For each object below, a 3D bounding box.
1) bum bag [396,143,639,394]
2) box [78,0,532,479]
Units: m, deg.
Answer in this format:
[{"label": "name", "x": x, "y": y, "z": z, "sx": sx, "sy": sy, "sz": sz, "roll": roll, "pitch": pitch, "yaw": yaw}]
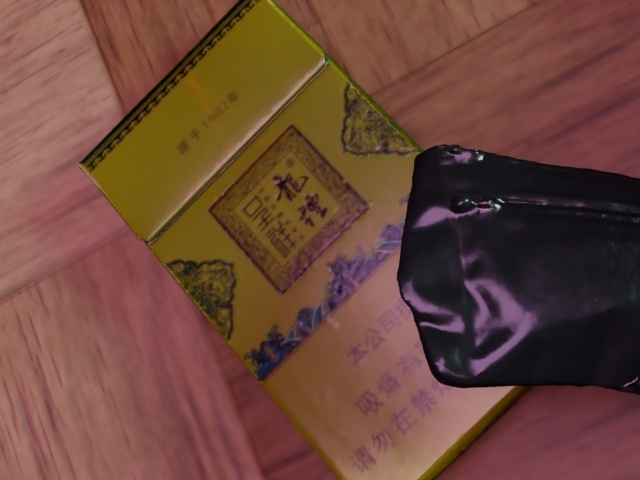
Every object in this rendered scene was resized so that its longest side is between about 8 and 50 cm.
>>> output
[{"label": "bum bag", "x": 0.161, "y": 0.019, "z": 0.553, "sx": 0.248, "sy": 0.060, "sz": 0.123, "roll": 4, "pitch": 76, "yaw": 5}, {"label": "box", "x": 0.000, "y": 0.001, "z": 0.655, "sx": 0.153, "sy": 0.041, "sz": 0.279, "roll": -45, "pitch": 69, "yaw": 8}]
